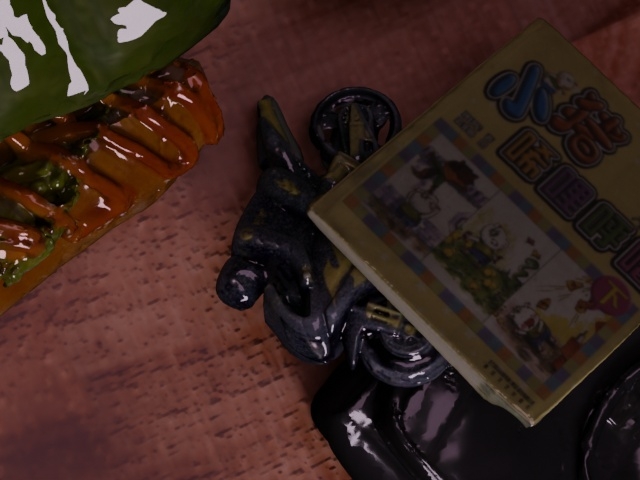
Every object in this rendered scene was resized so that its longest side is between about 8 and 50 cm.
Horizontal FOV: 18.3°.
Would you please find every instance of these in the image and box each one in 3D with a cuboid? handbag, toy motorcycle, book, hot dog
[{"bbox_3d":[0.160,0.087,1.154,0.275,0.088,0.244,-46,101,-17],"label":"handbag"},{"bbox_3d":[0.000,0.000,1.102,0.124,0.061,0.193,-11,62,-3],"label":"toy motorcycle"},{"bbox_3d":[0.116,-0.014,1.089,0.168,0.013,0.192,45,66,10],"label":"book"},{"bbox_3d":[-0.207,-0.024,1.041,0.349,0.117,0.158,-34,95,-17],"label":"hot dog"}]

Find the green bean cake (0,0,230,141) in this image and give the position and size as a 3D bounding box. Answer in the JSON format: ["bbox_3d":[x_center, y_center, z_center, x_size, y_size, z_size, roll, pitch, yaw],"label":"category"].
[{"bbox_3d":[-0.213,-0.153,0.901,0.335,0.319,0.218,-19,125,7],"label":"green bean cake"}]
